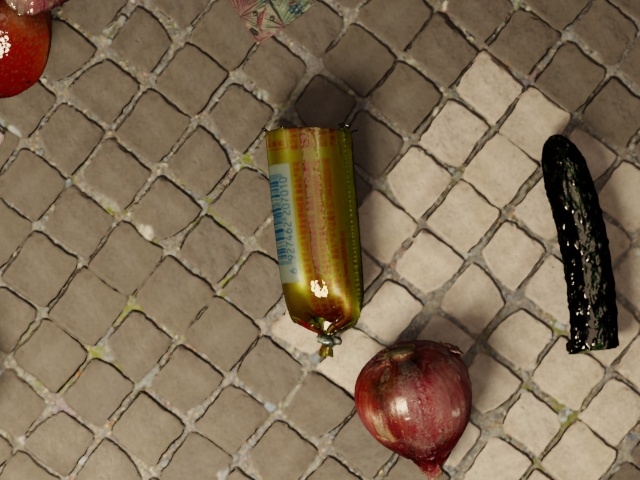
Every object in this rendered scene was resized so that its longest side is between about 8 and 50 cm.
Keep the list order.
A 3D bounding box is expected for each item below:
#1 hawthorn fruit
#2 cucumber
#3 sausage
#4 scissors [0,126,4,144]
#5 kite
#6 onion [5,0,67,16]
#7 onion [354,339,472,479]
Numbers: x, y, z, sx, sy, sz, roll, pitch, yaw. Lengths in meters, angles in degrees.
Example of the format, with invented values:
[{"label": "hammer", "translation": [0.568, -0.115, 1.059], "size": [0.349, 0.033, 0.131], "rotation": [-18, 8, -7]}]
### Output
[{"label": "hawthorn fruit", "translation": [-0.441, -0.262, 1.779], "size": [0.169, 0.169, 0.188], "rotation": [21, 113, -2]}, {"label": "cucumber", "translation": [0.359, 0.002, 1.854], "size": [0.081, 0.072, 0.304], "rotation": [-6, 88, -3]}, {"label": "sausage", "translation": [0.002, 0.000, 1.813], "size": [0.125, 0.117, 0.318], "rotation": [-6, 90, 11]}, {"label": "scissors", "translation": [-0.501, -0.092, 1.838], "size": [0.100, 0.015, 0.189], "rotation": [19, 89, -1]}, {"label": "kite", "translation": [-0.074, -0.348, 1.877], "size": [0.137, 0.005, 0.153], "rotation": [11, 86, -3]}, {"label": "onion", "translation": [-0.396, -0.427, 1.747], "size": [0.250, 0.111, 0.247], "rotation": [29, 44, 8]}, {"label": "onion", "translation": [0.131, 0.231, 1.798], "size": [0.159, 0.159, 0.195], "rotation": [-16, 105, -4]}]
